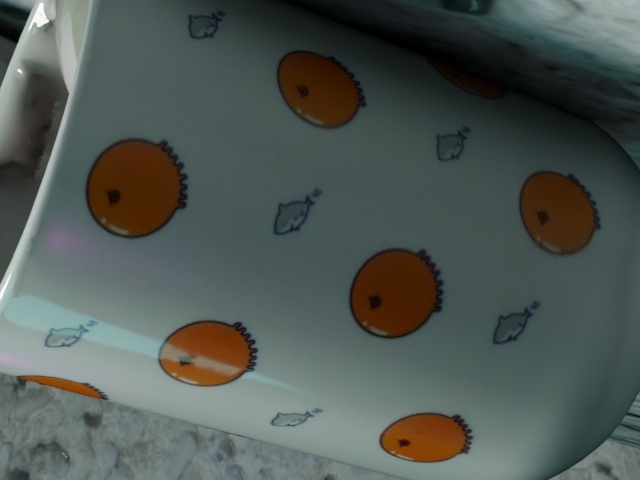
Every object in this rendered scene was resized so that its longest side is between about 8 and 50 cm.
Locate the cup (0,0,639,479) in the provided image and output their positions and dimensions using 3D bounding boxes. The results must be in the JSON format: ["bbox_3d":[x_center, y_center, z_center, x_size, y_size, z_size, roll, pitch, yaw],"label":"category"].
[{"bbox_3d":[0.000,0.000,0.958,0.317,0.212,0.212,18,172,-17],"label":"cup"}]

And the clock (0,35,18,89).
[{"bbox_3d":[-0.268,-0.051,1.236,0.309,0.166,0.235,22,162,-36],"label":"clock"}]
